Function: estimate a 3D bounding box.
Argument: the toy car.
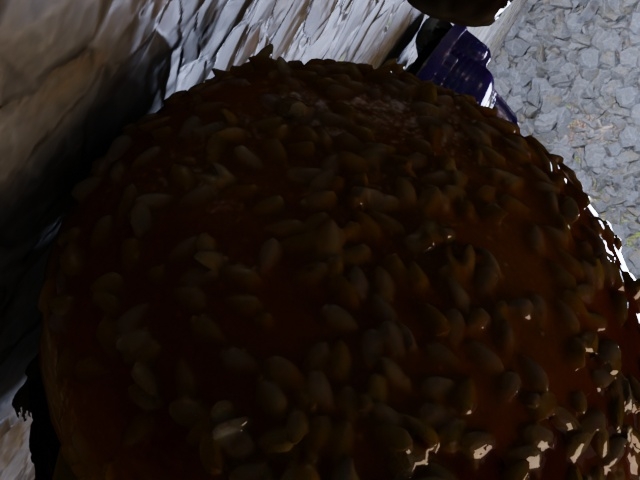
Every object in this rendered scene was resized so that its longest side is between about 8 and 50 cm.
[{"bbox_3d":[0.132,-0.119,1.077,0.172,0.158,0.235,-56,174,-24],"label":"toy car"}]

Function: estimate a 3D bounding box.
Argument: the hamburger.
[{"bbox_3d":[0.000,0.059,0.444,0.291,0.291,0.225,-54,172,-39],"label":"hamburger"}]

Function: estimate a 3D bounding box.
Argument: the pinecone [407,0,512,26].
[{"bbox_3d":[0.097,-0.179,0.252,0.272,0.224,0.224,-63,173,22],"label":"pinecone"}]
